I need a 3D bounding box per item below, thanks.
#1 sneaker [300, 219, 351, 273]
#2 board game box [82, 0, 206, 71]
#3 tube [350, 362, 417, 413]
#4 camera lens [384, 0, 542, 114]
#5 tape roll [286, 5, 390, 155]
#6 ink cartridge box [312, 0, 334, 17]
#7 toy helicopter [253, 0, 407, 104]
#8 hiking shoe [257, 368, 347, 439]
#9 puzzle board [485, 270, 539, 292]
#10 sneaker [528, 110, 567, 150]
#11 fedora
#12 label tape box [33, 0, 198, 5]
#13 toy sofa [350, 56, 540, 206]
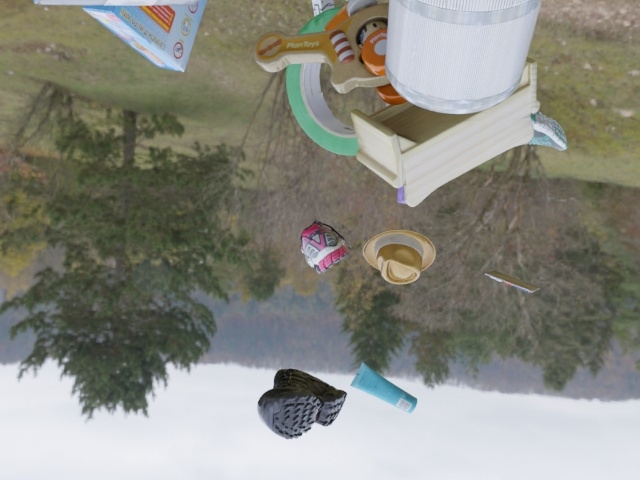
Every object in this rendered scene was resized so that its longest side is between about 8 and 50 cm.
[{"bbox_3d":[0.000,0.000,1.534,0.120,0.112,0.299,-35,-174,-4],"label":"sneaker"},{"bbox_3d":[-0.399,-0.619,1.409,0.086,0.302,0.308,16,176,19],"label":"board game box"},{"bbox_3d":[0.198,0.460,1.779,0.207,0.080,0.052,30,166,-5],"label":"tube"},{"bbox_3d":[0.211,-0.346,0.860,0.219,0.220,0.274,5,140,6],"label":"camera lens"},{"bbox_3d":[0.072,-0.357,1.308,0.321,0.322,0.077,2,-160,33],"label":"tape roll"},{"bbox_3d":[0.008,-0.544,1.355,0.028,0.083,0.048,20,-132,34],"label":"ink cartridge box"},{"bbox_3d":[0.033,-0.400,1.142,0.354,0.235,0.140,3,165,21],"label":"toy helicopter"},{"bbox_3d":[-0.052,0.269,0.981,0.114,0.086,0.226,24,-179,32],"label":"hiking shoe"},{"bbox_3d":[0.507,0.109,1.530,0.128,0.011,0.096,23,-168,29],"label":"puzzle board"},{"bbox_3d":[0.495,-0.246,1.326,0.166,0.065,0.076,25,143,-26],"label":"sneaker"},{"bbox_3d":[0.198,0.053,1.456,0.194,0.079,0.194,2,142,2],"label":"fedora"},{"bbox_3d":[-0.228,-0.436,0.745,0.333,0.241,0.105,-21,-178,-42],"label":"label tape box"},{"bbox_3d":[0.254,-0.236,1.170,0.362,0.177,0.150,-29,-139,-12],"label":"toy sofa"}]
